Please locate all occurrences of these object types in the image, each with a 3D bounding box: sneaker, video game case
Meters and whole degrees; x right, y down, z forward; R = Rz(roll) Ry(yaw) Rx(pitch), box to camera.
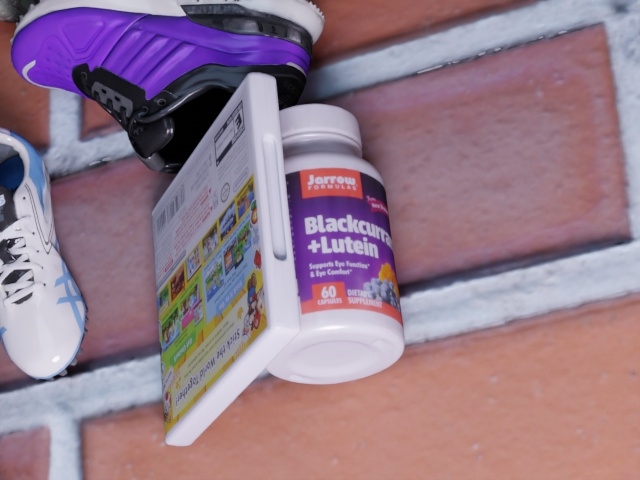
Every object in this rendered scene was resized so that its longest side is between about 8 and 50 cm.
[{"bbox_3d":[-0.145,-0.128,1.424,0.293,0.102,0.146,-1,69,28],"label":"sneaker"},{"bbox_3d":[-0.256,0.010,1.435,0.085,0.086,0.237,-27,60,14],"label":"sneaker"},{"bbox_3d":[-0.076,0.019,1.287,0.227,0.026,0.206,132,138,-53],"label":"video game case"}]

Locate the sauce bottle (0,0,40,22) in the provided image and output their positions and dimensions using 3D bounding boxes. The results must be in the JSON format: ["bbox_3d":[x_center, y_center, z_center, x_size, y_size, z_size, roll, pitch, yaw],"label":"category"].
[{"bbox_3d":[-0.410,-0.274,1.627,0.344,0.111,0.111,12,75,31],"label":"sauce bottle"}]

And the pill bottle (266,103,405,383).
[{"bbox_3d":[0.000,0.000,1.285,0.108,0.108,0.194,-18,62,21],"label":"pill bottle"}]
